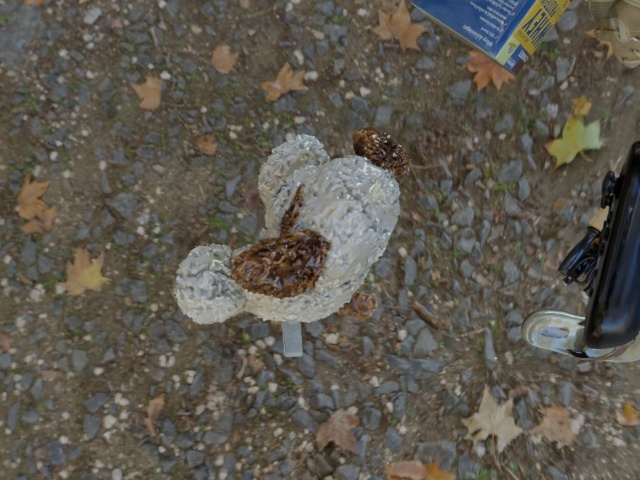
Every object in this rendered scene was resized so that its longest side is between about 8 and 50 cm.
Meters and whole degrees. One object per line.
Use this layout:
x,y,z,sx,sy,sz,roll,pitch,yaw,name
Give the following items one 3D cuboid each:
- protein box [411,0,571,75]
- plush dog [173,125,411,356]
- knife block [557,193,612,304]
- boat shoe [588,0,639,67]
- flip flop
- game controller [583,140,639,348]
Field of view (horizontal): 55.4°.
0.311,-0.437,1.064,0.200,0.136,0.201,44,112,24,protein box
0.000,0.000,0.633,0.211,0.225,0.262,37,65,-2,plush dog
0.494,-0.029,0.977,0.088,0.242,0.275,38,135,30,knife block
0.372,-0.245,0.674,0.109,0.302,0.098,-8,114,8,boat shoe
0.541,0.194,1.205,0.277,0.080,0.112,8,107,-3,flip flop
0.282,0.004,0.575,0.067,0.319,0.166,23,100,23,game controller
